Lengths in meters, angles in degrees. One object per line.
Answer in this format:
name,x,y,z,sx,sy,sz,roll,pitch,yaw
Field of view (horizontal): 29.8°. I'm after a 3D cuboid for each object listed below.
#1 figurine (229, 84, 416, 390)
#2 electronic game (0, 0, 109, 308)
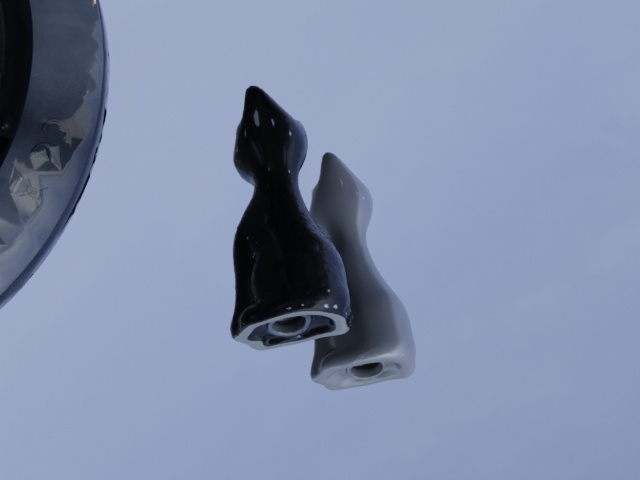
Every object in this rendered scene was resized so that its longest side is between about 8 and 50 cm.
figurine,0.000,0.000,1.006,0.092,0.215,0.209,-18,-118,21
electronic game,-0.189,-0.056,0.428,0.229,0.048,0.229,0,-104,2
